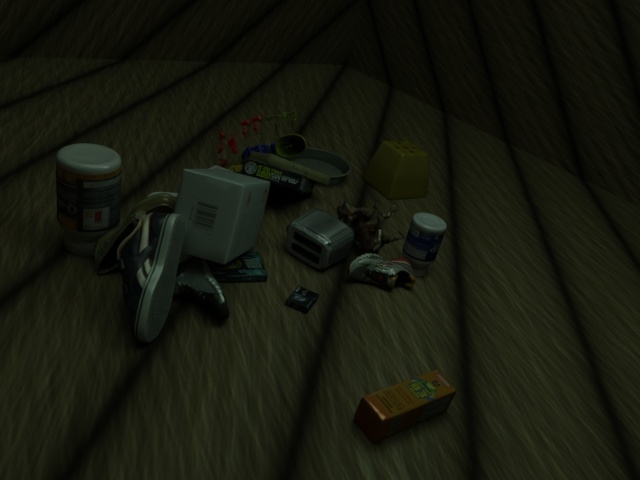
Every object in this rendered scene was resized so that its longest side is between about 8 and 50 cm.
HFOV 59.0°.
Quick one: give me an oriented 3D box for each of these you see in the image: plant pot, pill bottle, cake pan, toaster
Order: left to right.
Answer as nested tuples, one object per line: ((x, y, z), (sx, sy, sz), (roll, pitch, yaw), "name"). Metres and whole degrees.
((-0.627, -0.108, 1.534), (0.162, 0.278, 0.162), (10, 29, -6), "pill bottle")
((-0.017, -0.309, 2.369), (0.293, 0.054, 0.293), (10, 29, -6), "cake pan")
((0.000, 0.000, 1.769), (0.227, 0.129, 0.146), (31, 37, 24), "toaster")
((0.331, -0.306, 2.373), (0.212, 0.187, 0.212), (-7, 35, -31), "plant pot")
((0.324, 0.016, 1.809), (0.112, 0.187, 0.112), (10, 30, -6), "pill bottle")

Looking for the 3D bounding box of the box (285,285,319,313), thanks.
((-0.050, 0.164, 1.569), (0.067, 0.018, 0.083), (22, 31, 15), "box")

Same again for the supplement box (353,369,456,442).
((0.192, 0.364, 1.263), (0.233, 0.080, 0.078), (-8, 38, -36), "supplement box")

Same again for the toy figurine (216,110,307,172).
((-0.209, -0.386, 2.261), (0.362, 0.191, 0.217), (-12, 1, 15), "toy figurine")

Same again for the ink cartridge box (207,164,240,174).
((-0.320, -0.168, 1.957), (0.219, 0.093, 0.160), (22, 30, 14), "ink cartridge box")

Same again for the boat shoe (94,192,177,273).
((-0.482, -0.014, 1.491), (0.104, 0.285, 0.089), (39, 21, -37), "boat shoe")

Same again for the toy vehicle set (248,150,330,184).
((-0.114, -0.266, 2.087), (0.267, 0.035, 0.166), (16, 2, -35), "toy vehicle set")

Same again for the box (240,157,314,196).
((-0.147, -0.224, 2.045), (0.216, 0.060, 0.270), (17, 2, 7), "box")

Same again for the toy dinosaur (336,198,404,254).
((0.155, -0.026, 1.845), (0.127, 0.200, 0.296), (30, 35, -29), "toy dinosaur")

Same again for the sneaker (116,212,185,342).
((-0.421, 0.084, 1.360), (0.127, 0.126, 0.321), (5, 65, 7), "sneaker")

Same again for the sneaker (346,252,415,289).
((0.189, 0.097, 1.716), (0.225, 0.088, 0.093), (2, 34, -18), "sneaker")

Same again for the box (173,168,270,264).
((-0.275, -0.080, 1.595), (0.168, 0.215, 0.345), (15, 8, 5), "box")

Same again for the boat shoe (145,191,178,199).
((-0.403, -0.101, 1.791), (0.301, 0.108, 0.102), (-1, 35, -14), "boat shoe")

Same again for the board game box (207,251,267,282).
((-0.257, 0.076, 1.628), (0.186, 0.026, 0.126), (0, 33, -23), "board game box")

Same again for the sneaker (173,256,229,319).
((-0.327, 0.137, 1.458), (0.132, 0.086, 0.229), (-20, 46, -19), "sneaker")
